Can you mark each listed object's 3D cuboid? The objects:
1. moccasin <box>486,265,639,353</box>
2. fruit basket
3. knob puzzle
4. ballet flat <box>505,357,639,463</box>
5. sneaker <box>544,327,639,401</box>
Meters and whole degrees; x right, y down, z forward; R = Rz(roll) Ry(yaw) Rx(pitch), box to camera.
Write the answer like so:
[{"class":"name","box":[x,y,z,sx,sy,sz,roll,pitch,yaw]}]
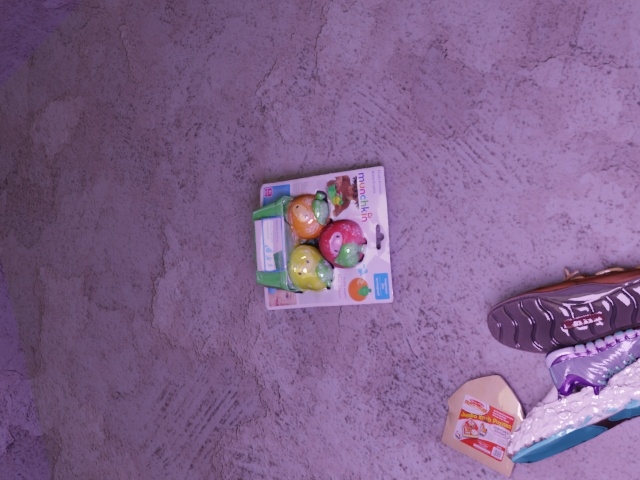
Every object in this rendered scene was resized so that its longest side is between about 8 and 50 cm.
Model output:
[{"class":"moccasin","box":[0.510,0.124,1.496,0.380,0.147,0.139,-25,88,30]},{"class":"fruit basket","box":[0.000,0.000,1.866,0.353,0.165,0.327,-6,85,34]},{"class":"knob puzzle","box":[0.364,0.381,1.656,0.213,0.030,0.213,-1,88,38]},{"class":"ballet flat","box":[0.534,0.305,1.481,0.409,0.147,0.147,-32,70,27]},{"class":"sneaker","box":[0.530,0.228,1.402,0.224,0.083,0.098,-22,63,27]}]
